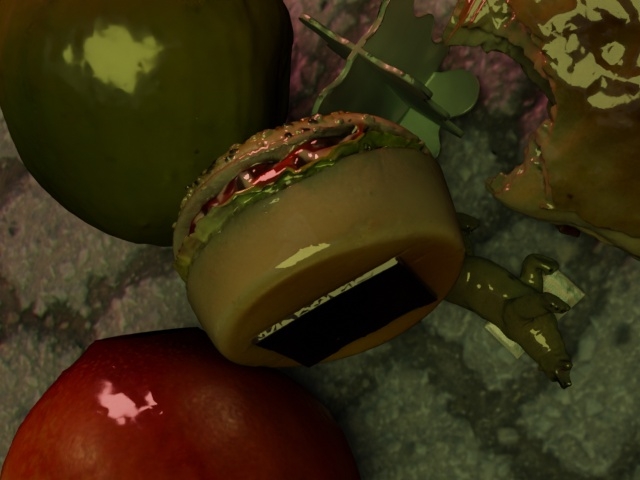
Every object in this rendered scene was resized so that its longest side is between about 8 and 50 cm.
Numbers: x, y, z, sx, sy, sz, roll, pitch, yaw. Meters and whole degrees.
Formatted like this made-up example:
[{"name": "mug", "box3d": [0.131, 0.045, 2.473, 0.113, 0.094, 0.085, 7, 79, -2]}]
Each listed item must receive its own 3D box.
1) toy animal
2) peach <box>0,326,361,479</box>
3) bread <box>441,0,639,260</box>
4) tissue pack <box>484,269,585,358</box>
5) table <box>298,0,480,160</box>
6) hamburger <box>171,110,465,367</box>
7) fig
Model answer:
[{"name": "toy animal", "box3d": [0.202, 0.063, 0.795, 0.219, 0.103, 0.100, 31, 120, 29]}, {"name": "peach", "box3d": [-0.150, 0.272, 0.760, 0.389, 0.388, 0.387, 0, 90, 14]}, {"name": "bread", "box3d": [0.268, -0.190, 0.646, 0.314, 0.191, 0.369, 26, 96, 7]}, {"name": "tissue pack", "box3d": [0.247, 0.080, 0.830, 0.056, 0.023, 0.108, 45, 100, 11]}, {"name": "table", "box3d": [0.071, -0.173, 0.771, 0.167, 0.198, 0.166, -3, 82, 23]}, {"name": "hamburger", "box3d": [0.000, 0.000, 0.714, 0.300, 0.300, 0.176, -32, 58, 12]}, {"name": "fig", "box3d": [-0.186, -0.155, 0.788, 0.344, 0.343, 0.343, 0, 90, 14]}]
